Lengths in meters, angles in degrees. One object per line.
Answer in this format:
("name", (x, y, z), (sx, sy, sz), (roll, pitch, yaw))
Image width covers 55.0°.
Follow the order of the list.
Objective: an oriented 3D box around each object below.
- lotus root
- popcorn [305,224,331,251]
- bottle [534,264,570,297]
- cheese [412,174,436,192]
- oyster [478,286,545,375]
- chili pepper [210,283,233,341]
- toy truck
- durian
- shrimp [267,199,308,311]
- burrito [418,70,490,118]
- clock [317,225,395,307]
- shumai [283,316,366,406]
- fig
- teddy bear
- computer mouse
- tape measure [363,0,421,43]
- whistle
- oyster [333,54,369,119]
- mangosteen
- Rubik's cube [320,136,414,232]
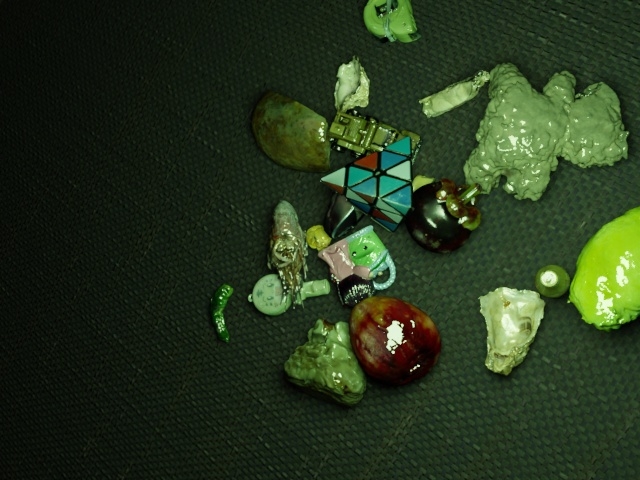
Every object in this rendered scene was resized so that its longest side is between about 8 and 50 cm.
("lotus root", (-0.098, -0.330, 1.859), (0.314, 0.142, 0.210), (21, 94, 25))
("popcorn", (0.000, 0.000, 1.830), (0.084, 0.084, 0.084), (-3, 83, 23))
("bottle", (0.550, 0.097, 1.463), (0.083, 0.270, 0.083), (-3, 84, 24))
("cheese", (0.284, -0.144, 1.727), (0.060, 0.041, 0.084), (17, 90, 22))
("oyster", (0.484, 0.236, 1.581), (0.162, 0.107, 0.232), (7, 69, 29))
("chili pepper", (-0.314, 0.228, 1.939), (0.073, 0.050, 0.182), (-1, 86, 16))
("toy truck", (0.154, -0.287, 1.738), (0.257, 0.127, 0.127), (22, 89, 8))
("durian", (0.732, 0.054, 1.426), (0.204, 0.256, 0.339), (21, 94, 65))
("shrimp", (-0.095, 0.044, 1.800), (0.117, 0.145, 0.342), (-2, 72, -12))
("burrito", (0.365, -0.398, 1.676), (0.230, 0.058, 0.063), (-16, 44, 49))
("clock", (0.111, 0.079, 1.748), (0.194, 0.100, 0.195), (-26, 83, 19))
("shumai", (0.031, 0.339, 1.733), (0.256, 0.189, 0.218), (2, 66, 39))
("fig", (0.187, 0.262, 1.631), (0.263, 0.224, 0.224), (38, 100, 8))
("teddy bear", (0.577, -0.265, 1.556), (0.368, 0.224, 0.357), (14, 88, 9))
("computer mouse", (0.089, -0.110, 1.759), (0.096, 0.137, 0.233), (21, 98, 25))
("tape measure", (0.202, -0.660, 1.794), (0.154, 0.087, 0.177), (-12, 77, 22))
("whistle", (-0.098, 0.157, 1.848), (0.258, 0.067, 0.126), (-11, 68, 17))
("oyster", (0.091, -0.444, 1.835), (0.191, 0.081, 0.163), (-55, 42, 25))
("mangosteen", (0.331, -0.072, 1.613), (0.230, 0.194, 0.194), (-33, 70, 46))
("Rubik's cube", (0.193, -0.125, 1.685), (0.284, 0.234, 0.250), (16, 55, 30))
